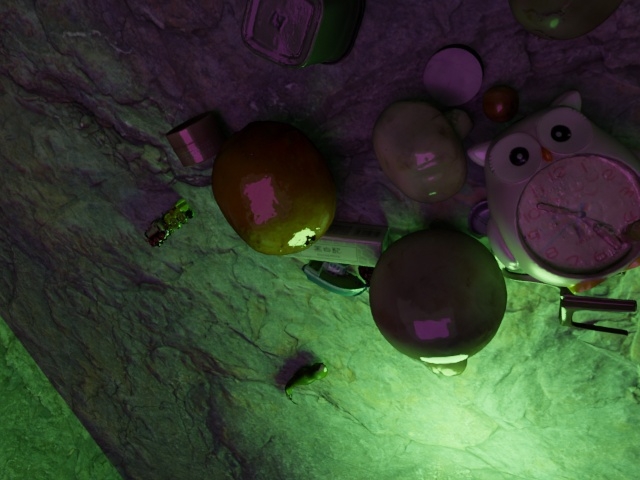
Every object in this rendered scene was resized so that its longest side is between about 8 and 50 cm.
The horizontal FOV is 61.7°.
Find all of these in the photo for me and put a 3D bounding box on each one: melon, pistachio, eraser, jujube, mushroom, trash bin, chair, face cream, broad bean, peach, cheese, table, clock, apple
[{"bbox_3d":[0.463,-0.518,0.962,0.223,0.223,0.316,23,128,8],"label":"melon"},{"bbox_3d":[0.379,0.321,1.639,0.144,0.144,0.215,-8,112,28],"label":"pistachio"},{"bbox_3d":[0.000,0.000,1.602,0.404,0.098,0.096,6,125,20],"label":"eraser"},{"bbox_3d":[0.186,0.118,1.610,0.166,0.104,0.104,31,130,18],"label":"jujube"},{"bbox_3d":[0.314,0.148,1.451,0.363,0.295,0.361,-1,85,16],"label":"mushroom"},{"bbox_3d":[0.258,-0.226,1.278,0.234,0.254,0.260,-31,101,-10],"label":"mushroom"},{"bbox_3d":[-0.043,-0.495,1.186,0.220,0.250,0.219,25,123,7],"label":"trash bin"},{"bbox_3d":[0.594,0.113,1.349,0.327,0.183,0.175,1,149,24],"label":"chair"},{"bbox_3d":[-0.350,-0.288,1.526,0.149,0.149,0.104,-12,118,30],"label":"face cream"},{"bbox_3d":[-0.057,0.528,2.023,0.098,0.056,0.318,29,135,-5],"label":"broad bean"},{"bbox_3d":[-0.128,-0.141,1.434,0.373,0.290,0.372,43,151,32],"label":"peach"},{"bbox_3d":[0.457,-0.073,1.386,0.105,0.042,0.191,37,128,-5],"label":"cheese"},{"bbox_3d":[0.308,-0.382,1.239,0.134,0.043,0.133,11,126,16],"label":"table"},{"bbox_3d":[0.528,-0.104,1.186,0.368,0.250,0.376,-30,91,16],"label":"clock"},{"bbox_3d":[0.409,-0.312,1.222,0.071,0.084,0.083,20,134,45],"label":"apple"}]

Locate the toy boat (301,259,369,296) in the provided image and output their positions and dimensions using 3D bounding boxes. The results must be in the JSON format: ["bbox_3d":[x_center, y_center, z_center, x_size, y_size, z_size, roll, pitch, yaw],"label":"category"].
[{"bbox_3d":[0.050,0.101,1.657,0.215,0.088,0.102,26,125,7],"label":"toy boat"}]

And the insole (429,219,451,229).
[{"bbox_3d":[0.379,0.011,1.498,0.192,0.010,0.063,43,129,-10],"label":"insole"}]

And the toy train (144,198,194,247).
[{"bbox_3d":[-0.524,-0.053,1.830,0.250,0.053,0.085,-32,97,37],"label":"toy train"}]
